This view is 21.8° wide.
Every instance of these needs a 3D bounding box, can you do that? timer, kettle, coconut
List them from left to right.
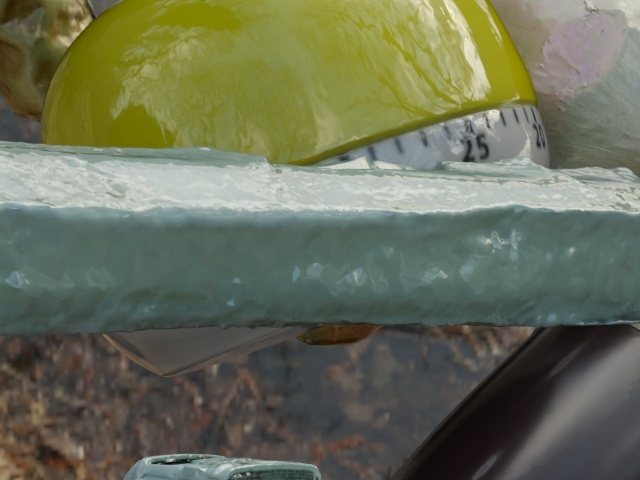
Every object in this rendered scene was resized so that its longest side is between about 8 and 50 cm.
[{"bbox_3d":[-0.030,-0.087,0.873,0.285,0.285,0.285,3,43,-3],"label":"timer"},{"bbox_3d":[0.091,0.169,0.912,0.232,0.202,0.144,-36,77,-31],"label":"kettle"},{"bbox_3d":[0.166,-0.079,0.973,0.171,0.171,0.183,-12,40,-18],"label":"coconut"}]

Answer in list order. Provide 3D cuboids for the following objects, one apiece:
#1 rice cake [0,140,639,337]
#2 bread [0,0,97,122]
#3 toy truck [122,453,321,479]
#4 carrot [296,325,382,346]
[{"bbox_3d":[0.000,0.000,0.599,0.336,0.063,0.066,2,21,-29],"label":"rice cake"},{"bbox_3d":[-0.228,-0.235,1.002,0.077,0.367,0.084,-17,19,20],"label":"bread"},{"bbox_3d":[-0.097,0.315,1.297,0.162,0.305,0.136,7,-1,39],"label":"toy truck"},{"bbox_3d":[0.096,0.006,1.102,0.271,0.066,0.062,-21,85,-13],"label":"carrot"}]
